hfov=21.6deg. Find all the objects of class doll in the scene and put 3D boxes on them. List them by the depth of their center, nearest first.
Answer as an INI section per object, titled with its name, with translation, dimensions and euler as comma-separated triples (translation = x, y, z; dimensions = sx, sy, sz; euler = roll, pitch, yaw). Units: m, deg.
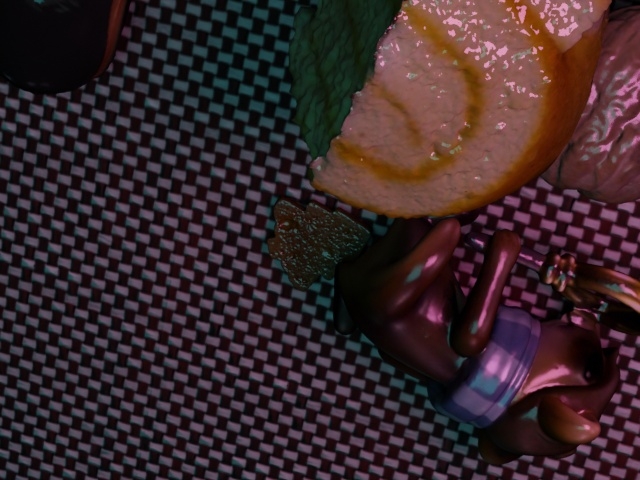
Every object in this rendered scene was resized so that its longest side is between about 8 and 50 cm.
[doll]
translation = 0.186, 0.093, 1.877
dimensions = 0.340, 0.209, 0.318
euler = 39, 143, -1

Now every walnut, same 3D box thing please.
[walnut]
translation = 0.320, -0.147, 1.754
dimensions = 0.178, 0.178, 0.230
euler = 26, 111, 4

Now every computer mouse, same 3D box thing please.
[computer mouse]
translation = -0.291, -0.308, 1.879
dimensions = 0.183, 0.116, 0.323
euler = 21, 114, 1

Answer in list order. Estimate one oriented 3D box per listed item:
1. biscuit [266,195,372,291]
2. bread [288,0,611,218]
[biscuit]
translation = 0.000, 0.000, 1.972
dimensions = 0.130, 0.019, 0.119
euler = -6, 109, 17
[bread]
translation = 0.150, -0.221, 1.643
dimensions = 0.264, 0.239, 0.395
euler = 16, 131, -18
